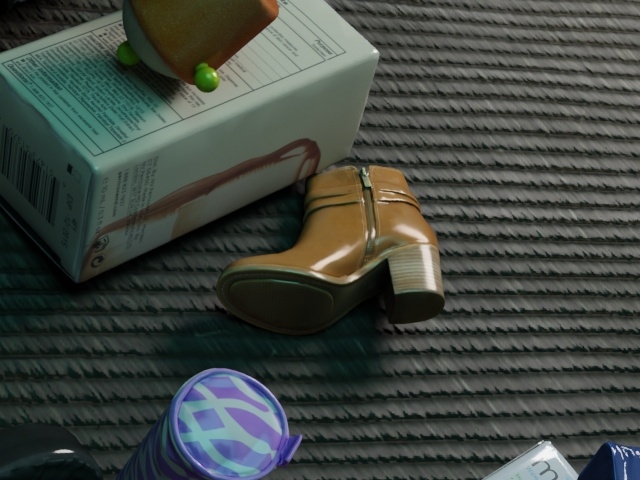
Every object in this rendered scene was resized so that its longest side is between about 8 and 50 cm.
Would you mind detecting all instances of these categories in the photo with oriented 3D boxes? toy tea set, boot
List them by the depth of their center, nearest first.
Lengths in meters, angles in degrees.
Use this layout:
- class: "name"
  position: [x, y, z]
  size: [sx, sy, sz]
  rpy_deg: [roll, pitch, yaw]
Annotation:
- class: "toy tea set"
  position: [-0.136, -0.250, 1.425]
  size: [0.200, 0.124, 0.336]
  rpy_deg: [53, 13, -26]
- class: "boot"
  position: [0.000, 0.000, 1.499]
  size: [0.197, 0.073, 0.152]
  rpy_deg: [4, 46, -19]

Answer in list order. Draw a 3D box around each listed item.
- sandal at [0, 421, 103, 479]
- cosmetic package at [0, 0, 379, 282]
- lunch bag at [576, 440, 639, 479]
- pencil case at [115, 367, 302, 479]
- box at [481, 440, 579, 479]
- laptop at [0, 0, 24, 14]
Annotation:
- class: "sandal"
  position: [-0.349, 0.212, 1.145]
  size: [0.446, 0.167, 0.107]
  rpy_deg: [-11, 35, -38]
- class: "cosmetic package"
  position: [-0.116, -0.103, 1.467]
  size: [0.296, 0.129, 0.153]
  rpy_deg: [-25, 57, -35]
- class: "lunch bag"
  position: [0.224, 0.191, 1.279]
  size: [0.065, 0.067, 0.098]
  rpy_deg: [13, 48, -13]
- class: "pencil case"
  position: [-0.085, 0.158, 1.250]
  size: [0.088, 0.206, 0.086]
  rpy_deg: [33, 62, -1]
- class: "box"
  position: [0.147, 0.311, 1.281]
  size: [0.231, 0.126, 0.262]
  rpy_deg: [-27, 69, -37]
- class: "laptop"
  position: [-0.339, -0.371, 1.402]
  size: [0.382, 0.408, 0.236]
  rpy_deg: [30, 51, 1]
